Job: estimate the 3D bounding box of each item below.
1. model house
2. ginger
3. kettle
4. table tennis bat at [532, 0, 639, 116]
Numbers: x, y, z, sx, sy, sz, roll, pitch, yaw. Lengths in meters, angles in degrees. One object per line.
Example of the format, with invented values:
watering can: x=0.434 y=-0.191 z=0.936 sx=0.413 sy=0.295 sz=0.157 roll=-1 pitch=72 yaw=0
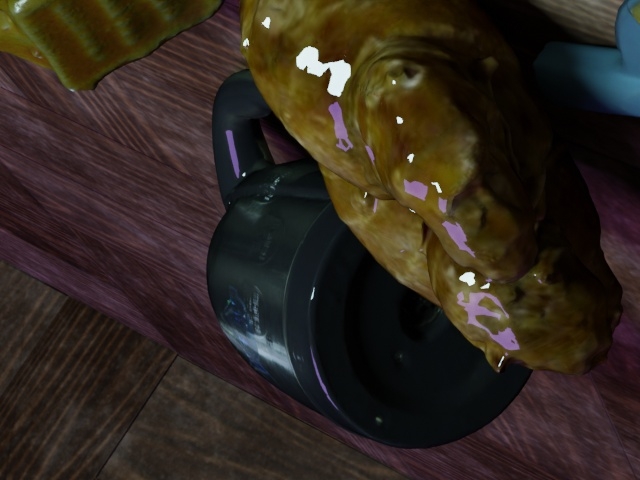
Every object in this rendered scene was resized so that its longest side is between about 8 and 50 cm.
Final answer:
model house: x=-0.199 y=-0.221 z=1.291 sx=0.239 sy=0.173 sz=0.268 roll=15 pitch=163 yaw=22
ginger: x=0.094 y=-0.046 z=1.218 sx=0.274 sy=0.152 sz=0.357 roll=45 pitch=175 yaw=42
kettle: x=0.000 y=0.000 z=1.591 sx=0.324 sy=0.228 sz=0.320 roll=15 pitch=132 yaw=61
table tennis bat: x=0.246 y=-0.087 z=1.054 sx=0.215 sy=0.044 sz=0.329 roll=42 pitch=162 yaw=-32
